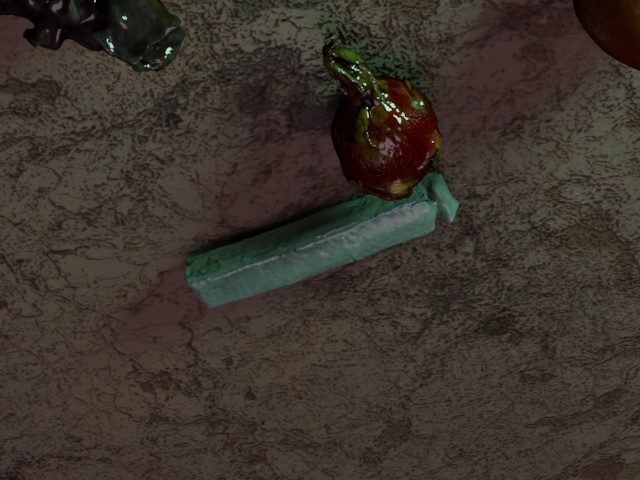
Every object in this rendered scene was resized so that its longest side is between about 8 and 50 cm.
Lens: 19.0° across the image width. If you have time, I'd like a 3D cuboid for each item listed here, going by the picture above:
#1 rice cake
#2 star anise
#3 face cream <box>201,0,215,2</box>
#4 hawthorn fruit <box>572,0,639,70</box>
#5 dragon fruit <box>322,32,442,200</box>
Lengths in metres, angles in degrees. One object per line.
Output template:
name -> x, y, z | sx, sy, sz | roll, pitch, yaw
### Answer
rice cake -> 0.000, 0.000, 2.264 | 0.336, 0.063, 0.066 | -18, 137, 13
star anise -> -0.237, -0.221, 1.842 | 0.214, 0.220, 0.099 | 27, 89, -16
face cream -> -0.226, -0.314, 1.813 | 0.311, 0.092, 0.092 | 17, 135, -29
hawthorn fruit -> 0.346, -0.243, 1.928 | 0.169, 0.188, 0.169 | -22, 143, -18
dragon fruit -> 0.055, -0.137, 2.063 | 0.125, 0.125, 0.246 | -17, 134, 15
